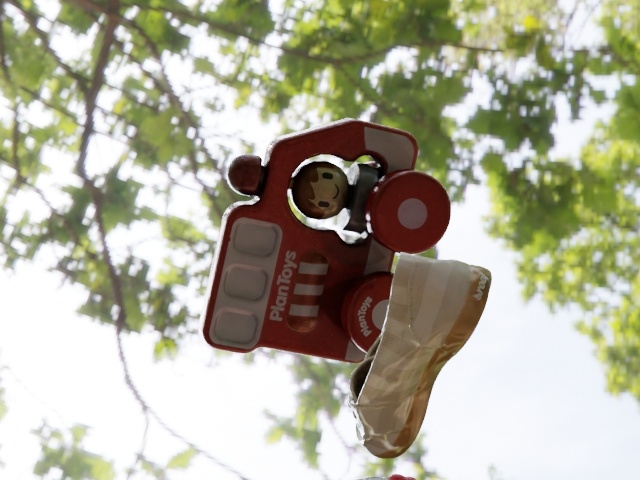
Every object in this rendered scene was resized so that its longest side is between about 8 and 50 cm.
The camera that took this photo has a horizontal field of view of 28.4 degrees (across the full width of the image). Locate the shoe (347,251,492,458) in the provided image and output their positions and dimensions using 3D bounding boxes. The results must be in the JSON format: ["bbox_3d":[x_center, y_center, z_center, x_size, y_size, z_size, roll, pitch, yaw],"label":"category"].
[{"bbox_3d":[0.052,0.076,0.839,0.058,0.077,0.219,16,-38,-4],"label":"shoe"}]

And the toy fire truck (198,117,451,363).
[{"bbox_3d":[0.000,0.000,1.522,0.254,0.169,0.302,11,-84,-17],"label":"toy fire truck"}]

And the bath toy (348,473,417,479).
[{"bbox_3d":[0.041,0.270,0.875,0.129,0.348,0.151,-29,-74,6],"label":"bath toy"}]
